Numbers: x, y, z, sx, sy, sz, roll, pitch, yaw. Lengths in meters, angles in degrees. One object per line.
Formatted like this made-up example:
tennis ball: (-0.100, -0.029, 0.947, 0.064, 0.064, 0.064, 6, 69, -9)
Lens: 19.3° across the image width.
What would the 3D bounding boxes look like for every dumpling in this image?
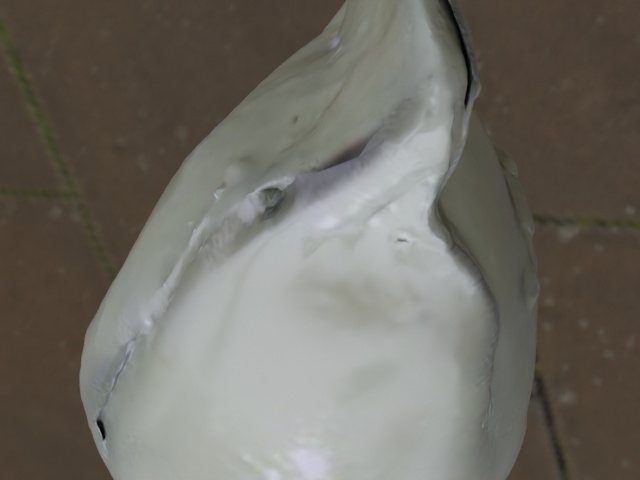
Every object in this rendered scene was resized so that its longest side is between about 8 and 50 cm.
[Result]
dumpling: (0.000, 0.000, 0.950, 0.233, 0.315, 0.395, 3, 138, -6)
